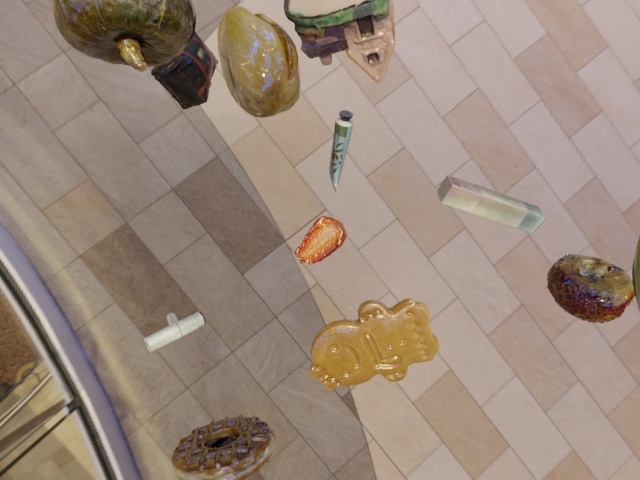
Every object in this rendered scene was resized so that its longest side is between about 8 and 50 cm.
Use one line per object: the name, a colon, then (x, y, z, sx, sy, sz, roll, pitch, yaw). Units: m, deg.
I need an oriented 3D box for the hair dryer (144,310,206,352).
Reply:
hair dryer: (-0.410, 0.229, 1.305, 0.155, 0.183, 0.044, -24, 106, -31)

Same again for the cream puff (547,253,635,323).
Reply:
cream puff: (0.476, 0.088, 0.863, 0.149, 0.149, 0.084, 1, 125, -9)

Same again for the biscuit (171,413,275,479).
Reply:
biscuit: (-0.314, 0.678, 1.575, 0.332, 0.332, 0.103, -10, 98, -9)

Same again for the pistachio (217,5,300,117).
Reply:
pistachio: (-0.150, -0.430, 1.192, 0.197, 0.166, 0.288, -34, 70, 31)

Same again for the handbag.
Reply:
handbag: (-0.415, -0.538, 1.525, 0.155, 0.169, 0.215, -7, 56, 23)

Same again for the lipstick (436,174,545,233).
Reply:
lipstick: (0.494, -0.103, 1.410, 0.317, 0.066, 0.068, 16, 126, -15)

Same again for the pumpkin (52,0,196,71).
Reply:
pumpkin: (-0.306, -0.347, 0.776, 0.219, 0.219, 0.162, -8, 92, -9)

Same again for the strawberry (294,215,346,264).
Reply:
strawberry: (0.000, 0.000, 1.619, 0.188, 0.082, 0.121, -39, 85, 11)

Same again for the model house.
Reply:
model house: (0.062, -0.495, 1.137, 0.237, 0.237, 0.202, -13, 59, 12)

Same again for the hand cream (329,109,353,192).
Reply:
hand cream: (0.060, -0.287, 1.573, 0.058, 0.271, 0.091, -3, 44, -16)

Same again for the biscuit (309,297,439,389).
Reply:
biscuit: (0.071, 0.144, 0.672, 0.184, 0.027, 0.133, -8, 114, 3)

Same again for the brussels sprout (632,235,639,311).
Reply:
brussels sprout: (0.425, 0.033, 0.541, 0.162, 0.144, 0.180, 8, 102, -19)
